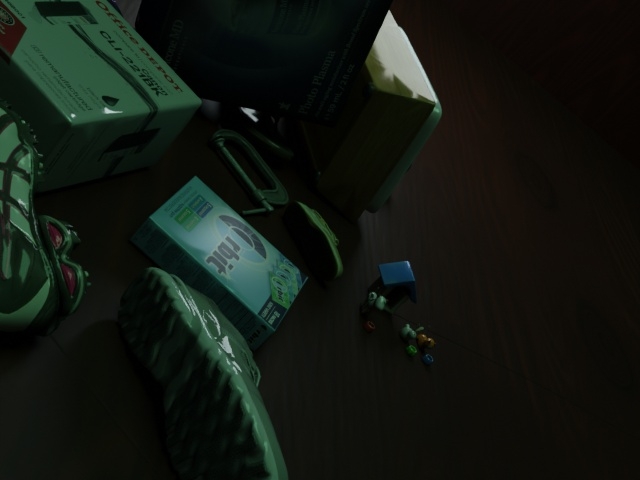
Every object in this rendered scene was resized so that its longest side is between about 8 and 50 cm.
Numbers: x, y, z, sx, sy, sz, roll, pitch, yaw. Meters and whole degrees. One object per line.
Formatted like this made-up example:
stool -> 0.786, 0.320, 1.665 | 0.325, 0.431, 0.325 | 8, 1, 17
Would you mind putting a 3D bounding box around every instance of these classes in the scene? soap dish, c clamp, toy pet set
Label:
soap dish -> 0.057, -0.204, 1.656 | 0.118, 0.229, 0.291 | 17, 33, -26
c clamp -> -0.100, -0.096, 1.470 | 0.137, 0.022, 0.161 | 2, 48, -56
toy pet set -> 0.115, 0.088, 1.456 | 0.122, 0.065, 0.114 | 30, 27, -29

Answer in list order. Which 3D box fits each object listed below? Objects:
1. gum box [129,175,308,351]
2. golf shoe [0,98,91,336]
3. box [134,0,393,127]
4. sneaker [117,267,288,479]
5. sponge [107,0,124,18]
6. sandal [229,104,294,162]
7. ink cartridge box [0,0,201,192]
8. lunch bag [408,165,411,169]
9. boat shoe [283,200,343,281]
gum box -> -0.111, 0.022, 1.238 | 0.184, 0.041, 0.157 | 43, 23, -4
golf shoe -> -0.305, -0.037, 0.957 | 0.120, 0.105, 0.273 | 1, 47, -48
box -> -0.074, -0.342, 1.492 | 0.294, 0.296, 0.183 | 10, 37, -21
sneaker -> -0.086, 0.137, 1.008 | 0.115, 0.105, 0.281 | 17, 35, -46
sponge -> -0.303, -0.325, 1.460 | 0.210, 0.031, 0.117 | 62, 4, 34
sandal -> -0.089, -0.202, 1.614 | 0.090, 0.060, 0.219 | 24, 30, -37
ink cartridge box -> -0.284, -0.170, 1.186 | 0.197, 0.114, 0.273 | 47, 23, 7
lunch bag -> 0.097, -0.147, 1.809 | 0.065, 0.067, 0.098 | 13, 37, -50
boat shoe -> 0.000, 0.000, 1.437 | 0.045, 0.050, 0.135 | 10, 41, -44
